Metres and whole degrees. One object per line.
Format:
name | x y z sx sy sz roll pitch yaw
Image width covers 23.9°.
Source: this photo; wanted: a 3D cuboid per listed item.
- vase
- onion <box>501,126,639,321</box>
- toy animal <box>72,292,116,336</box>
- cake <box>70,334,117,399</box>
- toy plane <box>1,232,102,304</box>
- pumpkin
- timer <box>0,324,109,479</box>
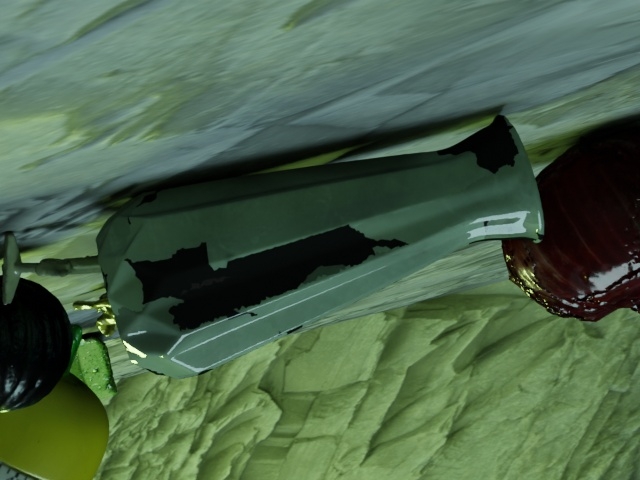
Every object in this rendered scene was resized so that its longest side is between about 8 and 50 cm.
vase | 0.000 0.000 1.275 0.360 0.165 0.165 -17 174 -2
onion | 0.313 -0.002 1.566 0.252 0.219 0.252 -22 175 -2
toy animal | -0.207 0.069 1.831 0.181 0.073 0.136 0 163 -10
cake | -0.394 0.214 2.498 0.100 0.099 0.235 -14 173 -8
toy plane | -0.174 0.020 1.401 0.108 0.092 0.286 12 -171 30
pumpkin | -0.329 0.089 1.396 0.202 0.140 0.202 -1 -178 0
timer | -0.419 0.239 2.225 0.285 0.285 0.285 -13 173 -2
